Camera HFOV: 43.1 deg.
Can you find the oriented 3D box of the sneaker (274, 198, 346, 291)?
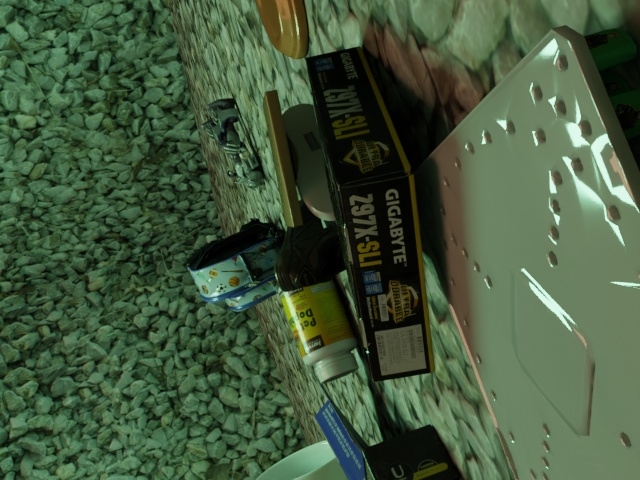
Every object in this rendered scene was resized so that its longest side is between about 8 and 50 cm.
[{"bbox_3d":[0.000,0.000,1.476,0.227,0.130,0.087,-77,-25,-52],"label":"sneaker"}]

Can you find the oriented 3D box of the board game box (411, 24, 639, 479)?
[{"bbox_3d":[0.200,0.081,0.638,0.390,0.050,0.390,128,123,-77],"label":"board game box"}]

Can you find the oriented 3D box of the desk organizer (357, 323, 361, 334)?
[{"bbox_3d":[0.101,0.159,1.297,0.130,0.047,0.050,-175,69,-79],"label":"desk organizer"}]

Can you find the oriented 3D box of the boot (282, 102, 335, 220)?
[{"bbox_3d":[0.005,-0.096,1.269,0.123,0.095,0.258,74,180,-47],"label":"boot"}]

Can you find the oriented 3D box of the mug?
[{"bbox_3d":[0.052,0.685,1.977,0.374,0.276,0.328,-25,89,49],"label":"mug"}]

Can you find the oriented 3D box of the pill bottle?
[{"bbox_3d":[0.001,0.173,1.638,0.117,0.117,0.215,104,145,-71],"label":"pill bottle"}]

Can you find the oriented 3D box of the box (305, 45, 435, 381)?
[{"bbox_3d":[0.053,-0.043,0.931,0.322,0.079,0.257,-101,-2,-56],"label":"box"}]

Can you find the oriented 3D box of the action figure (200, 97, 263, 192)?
[{"bbox_3d":[-0.227,-0.239,2.166,0.185,0.099,0.285,98,149,-57],"label":"action figure"}]

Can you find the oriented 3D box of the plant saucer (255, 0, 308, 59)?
[{"bbox_3d":[-0.070,-0.378,1.265,0.200,0.037,0.200,161,90,-79],"label":"plant saucer"}]

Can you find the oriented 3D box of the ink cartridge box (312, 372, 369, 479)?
[{"bbox_3d":[0.082,0.441,1.580,0.307,0.072,0.303,51,178,-19],"label":"ink cartridge box"}]

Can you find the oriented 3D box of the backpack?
[{"bbox_3d":[-0.221,0.070,2.205,0.276,0.263,0.213,-163,55,-76],"label":"backpack"}]

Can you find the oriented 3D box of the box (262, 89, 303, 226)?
[{"bbox_3d":[-0.059,-0.121,1.244,0.164,0.021,0.201,-158,57,-84],"label":"box"}]

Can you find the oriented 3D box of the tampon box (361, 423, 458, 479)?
[{"bbox_3d":[0.142,0.390,1.282,0.161,0.120,0.101,82,166,-46],"label":"tampon box"}]
